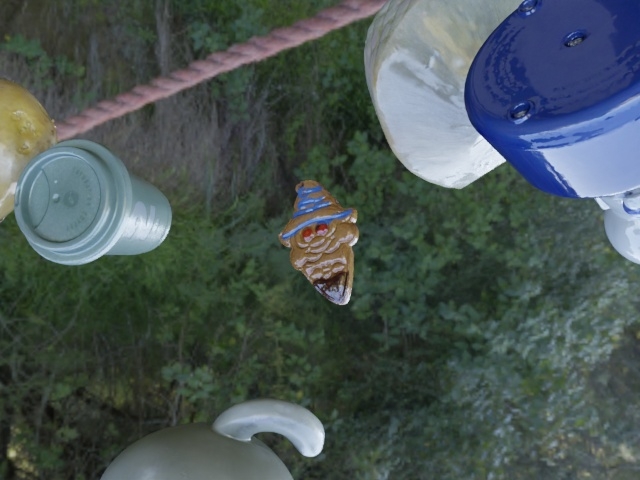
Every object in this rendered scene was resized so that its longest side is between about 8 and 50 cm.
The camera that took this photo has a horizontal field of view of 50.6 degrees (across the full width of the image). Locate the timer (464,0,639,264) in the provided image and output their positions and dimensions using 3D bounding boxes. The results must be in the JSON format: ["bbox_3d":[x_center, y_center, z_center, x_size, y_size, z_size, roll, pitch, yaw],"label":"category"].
[{"bbox_3d":[0.376,-0.107,0.819,0.271,0.270,0.383,-10,138,40],"label":"timer"}]

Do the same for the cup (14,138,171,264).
[{"bbox_3d":[-0.219,-0.030,0.679,0.120,0.119,0.141,-5,171,13],"label":"cup"}]

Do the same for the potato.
[{"bbox_3d":[-0.370,-0.077,0.717,0.234,0.146,0.150,-32,173,32],"label":"potato"}]

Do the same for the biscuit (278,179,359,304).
[{"bbox_3d":[0.000,0.000,1.359,0.183,0.280,0.043,-27,154,28],"label":"biscuit"}]

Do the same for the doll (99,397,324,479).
[{"bbox_3d":[-0.129,0.340,0.627,0.215,0.370,0.226,26,138,-16],"label":"doll"}]

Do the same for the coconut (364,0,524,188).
[{"bbox_3d":[0.261,-0.293,1.228,0.345,0.415,0.415,-19,169,4],"label":"coconut"}]
